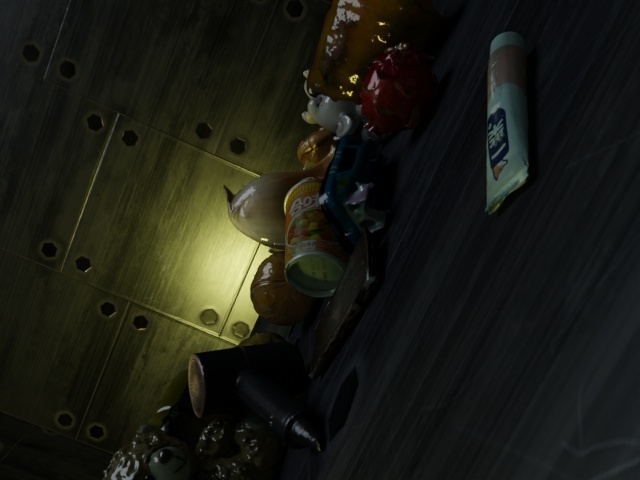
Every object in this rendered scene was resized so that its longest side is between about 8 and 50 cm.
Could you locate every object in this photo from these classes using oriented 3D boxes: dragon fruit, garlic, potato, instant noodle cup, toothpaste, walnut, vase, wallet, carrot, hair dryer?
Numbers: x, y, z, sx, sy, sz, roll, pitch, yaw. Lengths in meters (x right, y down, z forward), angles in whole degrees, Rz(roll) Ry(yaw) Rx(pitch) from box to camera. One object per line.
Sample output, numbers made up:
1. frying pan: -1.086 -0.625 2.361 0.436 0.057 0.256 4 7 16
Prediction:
1. dragon fruit: 0.130 -0.241 0.917 0.136 0.133 0.166 -14 -34 -40
2. garlic: -0.038 -0.103 1.248 0.313 0.249 0.286 -30 41 11
3. potato: -0.138 0.286 1.233 0.137 0.137 0.176 -83 16 -70
4. instant noodle cup: 0.000 0.000 1.025 0.185 0.168 0.168 -85 17 -46
5. toothpaste: 0.169 -0.117 0.496 0.056 0.036 0.205 120 167 -54
6. walnut: -0.080 0.110 1.239 0.197 0.165 0.165 107 -176 -66
7. vase: 0.136 -0.250 1.177 0.211 0.060 0.060 171 122 -82
8. wallet: 0.038 0.100 0.839 0.122 0.031 0.232 -83 15 -55
9. carrot: 0.123 -0.440 1.157 0.241 0.241 0.341 -73 8 -49
10. hair dryer: -0.062 0.242 0.829 0.352 0.189 0.107 9 101 61

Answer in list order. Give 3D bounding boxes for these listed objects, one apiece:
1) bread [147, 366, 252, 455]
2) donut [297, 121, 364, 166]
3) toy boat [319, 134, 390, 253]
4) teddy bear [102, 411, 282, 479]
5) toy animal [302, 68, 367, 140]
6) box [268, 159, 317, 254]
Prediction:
1. bread: -0.270 0.433 1.233 0.376 0.208 0.251 -94 -16 -74
2. donut: 0.037 -0.285 1.622 0.226 0.114 0.226 -35 4 3
3. toy boat: 0.082 -0.104 0.967 0.092 0.134 0.299 -21 26 24
4. teddy bear: -0.199 0.371 0.833 0.267 0.256 0.156 -77 8 -64
5. toy animal: 0.058 -0.369 1.444 0.208 0.154 0.325 -36 44 -11
6. box: -0.024 -0.066 1.489 0.041 0.153 0.279 24 -90 -62
